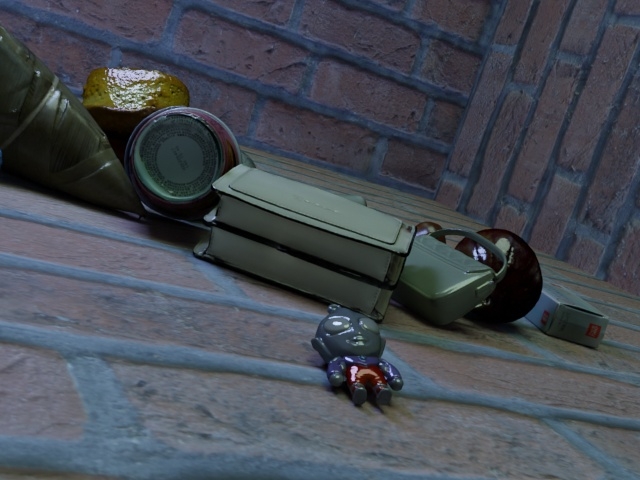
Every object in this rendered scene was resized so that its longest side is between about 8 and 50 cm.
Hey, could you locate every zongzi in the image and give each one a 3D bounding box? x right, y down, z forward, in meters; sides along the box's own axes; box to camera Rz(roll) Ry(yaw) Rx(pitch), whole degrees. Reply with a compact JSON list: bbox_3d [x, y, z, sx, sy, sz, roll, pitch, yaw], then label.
[{"bbox_3d":[-0.582,-0.186,1.772,0.467,0.218,0.500,49,-17,-14],"label":"zongzi"}]

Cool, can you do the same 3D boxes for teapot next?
[{"bbox_3d":[0.262,0.009,2.270,0.116,0.116,0.173,18,-17,-5],"label":"teapot"}]

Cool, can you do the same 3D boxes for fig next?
[{"bbox_3d":[0.357,0.089,1.759,0.204,0.186,0.249,44,22,-9],"label":"fig"}]

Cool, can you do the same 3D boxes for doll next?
[{"bbox_3d":[0.040,0.142,1.131,0.102,0.075,0.227,7,24,-13],"label":"doll"}]

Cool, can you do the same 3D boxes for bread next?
[{"bbox_3d":[-0.415,-0.297,1.966,0.268,0.146,0.268,5,-10,1],"label":"bread"}]

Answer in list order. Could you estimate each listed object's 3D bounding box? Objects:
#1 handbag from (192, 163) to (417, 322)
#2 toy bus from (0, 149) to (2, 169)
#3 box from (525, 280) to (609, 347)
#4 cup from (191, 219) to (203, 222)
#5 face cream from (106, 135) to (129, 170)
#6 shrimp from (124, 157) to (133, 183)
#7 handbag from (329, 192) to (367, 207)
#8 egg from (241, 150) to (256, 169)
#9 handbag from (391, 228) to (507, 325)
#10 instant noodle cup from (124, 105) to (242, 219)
[{"bbox_3d":[-0.020,-0.006,1.559,0.358,0.160,0.237,20,25,5],"label":"handbag"},{"bbox_3d":[-0.581,-0.120,1.316,0.184,0.106,0.090,11,9,-39],"label":"toy bus"},{"bbox_3d":[0.535,0.156,1.987,0.135,0.079,0.269,16,10,-12],"label":"box"},{"bbox_3d":[-0.268,-0.133,1.850,0.131,0.155,0.176,19,11,-2],"label":"cup"},{"bbox_3d":[-0.426,-0.176,1.977,0.214,0.096,0.096,12,12,-36],"label":"face cream"},{"bbox_3d":[-0.322,-0.175,1.908,0.251,0.144,0.052,-25,22,-34],"label":"shrimp"},{"bbox_3d":[-0.070,-0.073,1.915,0.315,0.109,0.241,14,-16,-28],"label":"handbag"},{"bbox_3d":[-0.221,-0.142,2.055,0.141,0.141,0.182,18,28,-2],"label":"egg"},{"bbox_3d":[0.242,0.055,1.688,0.219,0.079,0.256,-28,31,-18],"label":"handbag"},{"bbox_3d":[-0.262,-0.149,1.632,0.243,0.244,0.255,18,1,-7],"label":"instant noodle cup"}]
